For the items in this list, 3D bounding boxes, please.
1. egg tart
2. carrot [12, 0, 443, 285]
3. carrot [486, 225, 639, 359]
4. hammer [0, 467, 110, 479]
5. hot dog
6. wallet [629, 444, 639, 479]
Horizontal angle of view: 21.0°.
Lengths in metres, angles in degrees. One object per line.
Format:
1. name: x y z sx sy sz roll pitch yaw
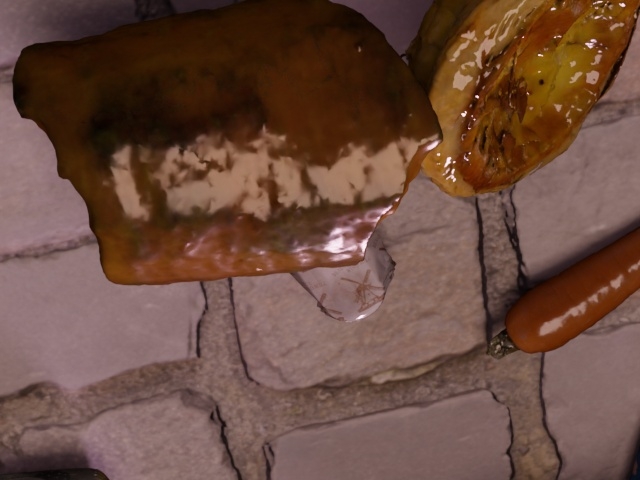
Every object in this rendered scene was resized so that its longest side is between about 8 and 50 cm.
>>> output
1. egg tart: 0.171 -0.173 1.517 0.290 0.115 0.290 -39 154 -24
2. carrot: -0.076 -0.087 1.490 0.340 0.241 0.241 -7 122 -1
3. carrot: 0.309 0.024 1.737 0.336 0.069 0.069 -34 121 7
4. hammer: -0.291 0.387 1.736 0.202 0.113 0.305 -5 82 -5
5. hot dog: 0.000 0.000 1.669 0.099 0.053 0.192 -35 118 9
6. wallet: 0.404 0.286 1.914 0.141 0.059 0.202 7 117 -7
